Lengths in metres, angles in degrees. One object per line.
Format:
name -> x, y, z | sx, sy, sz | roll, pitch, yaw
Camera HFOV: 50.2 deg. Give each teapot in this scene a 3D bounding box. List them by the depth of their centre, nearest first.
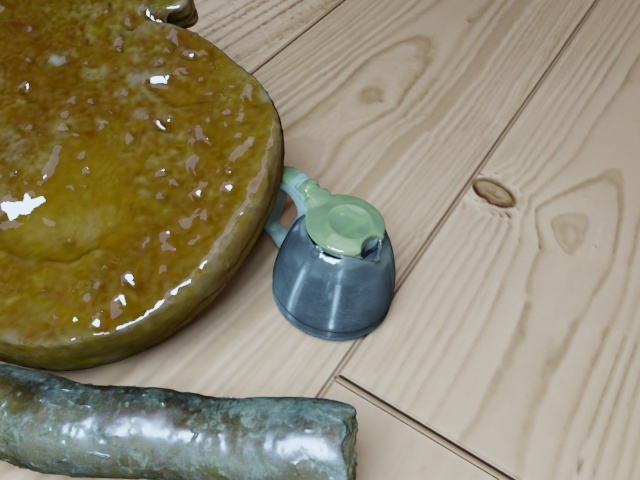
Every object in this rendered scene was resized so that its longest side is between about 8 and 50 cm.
teapot -> -0.002, 0.006, 0.494 | 0.124, 0.091, 0.092 | 18, 48, 7

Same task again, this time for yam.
yam -> -0.105, 0.108, 0.388 | 0.253, 0.061, 0.061 | 5, 48, 9

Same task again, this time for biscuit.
biscuit -> -0.201, -0.079, 0.500 | 0.367, 0.063, 0.314 | 24, 67, 16
